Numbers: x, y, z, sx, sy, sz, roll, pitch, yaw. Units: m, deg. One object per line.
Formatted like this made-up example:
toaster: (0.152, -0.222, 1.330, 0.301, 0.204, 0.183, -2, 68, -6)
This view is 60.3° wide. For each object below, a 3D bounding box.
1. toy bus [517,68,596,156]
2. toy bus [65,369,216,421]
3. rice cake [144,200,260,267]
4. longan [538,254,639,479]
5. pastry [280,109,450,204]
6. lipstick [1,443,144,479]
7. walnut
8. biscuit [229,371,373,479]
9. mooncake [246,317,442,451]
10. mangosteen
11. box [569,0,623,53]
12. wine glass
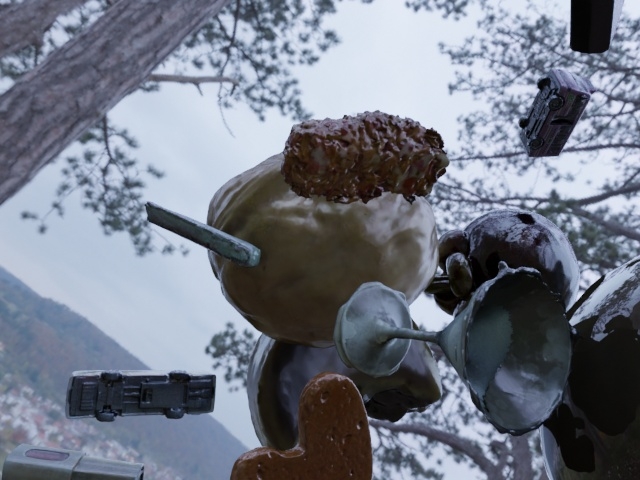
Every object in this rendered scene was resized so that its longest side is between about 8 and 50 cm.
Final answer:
toy bus: (0.542, -0.291, 1.279, 0.108, 0.096, 0.198, 3, -42, -6)
toy bus: (-0.337, 0.286, 1.045, 0.268, 0.092, 0.106, 6, -6, -27)
rice cake: (-0.171, -0.010, 0.772, 0.208, 0.033, 0.033, 22, 2, 25)
longan: (0.370, 0.173, 0.435, 0.405, 0.336, 0.404, 27, -18, 10)
pastry: (0.040, -0.085, 0.535, 0.063, 0.170, 0.087, -119, -145, -52)
lipstick: (-0.482, 0.463, 1.083, 0.253, 0.077, 0.079, 9, 8, 0)
walnut: (0.000, 0.000, 0.913, 0.381, 0.381, 0.381, 32, -22, 14)
biscuit: (-0.023, 0.259, 0.644, 0.036, 0.192, 0.186, 4, -74, 58)
mooncake: (0.047, 0.303, 1.176, 0.394, 0.393, 0.246, 31, -19, -12)
mangosteen: (0.394, 0.081, 1.239, 0.307, 0.347, 0.306, 170, -90, -79)
box: (0.481, -0.465, 0.919, 0.071, 0.259, 0.168, 12, -25, 29)
wine glass: (0.100, 0.084, 0.462, 0.122, 0.122, 0.183, 45, -24, -19)
